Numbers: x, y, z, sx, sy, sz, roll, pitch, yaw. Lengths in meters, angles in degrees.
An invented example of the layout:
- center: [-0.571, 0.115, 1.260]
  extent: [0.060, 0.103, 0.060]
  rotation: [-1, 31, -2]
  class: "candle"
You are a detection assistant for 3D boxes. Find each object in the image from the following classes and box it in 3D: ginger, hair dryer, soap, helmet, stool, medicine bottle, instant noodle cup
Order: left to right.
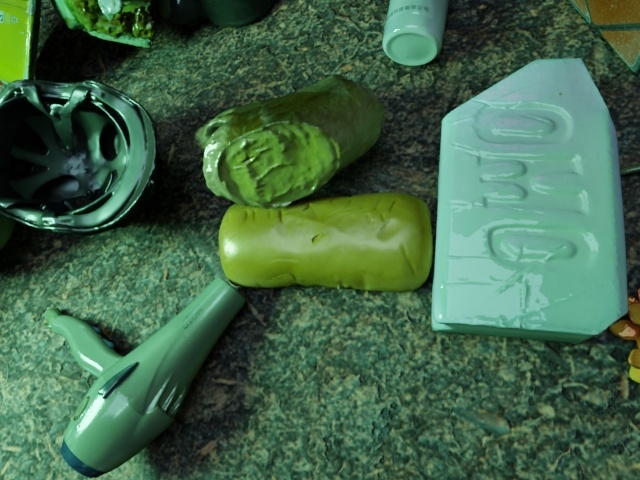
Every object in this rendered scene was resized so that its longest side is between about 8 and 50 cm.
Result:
- center: [-0.598, -0.394, 0.862]
  extent: [0.200, 0.264, 0.264]
  rotation: [4, 67, -28]
  class: "instant noodle cup"
- center: [-0.358, -0.112, 0.782]
  extent: [0.306, 0.177, 0.224]
  rotation: [15, 82, 9]
  class: "helmet"
- center: [-0.251, 0.134, 0.723]
  extent: [0.296, 0.119, 0.298]
  rotation: [-33, 54, -5]
  class: "hair dryer"
- center: [-0.178, -0.459, 0.876]
  extent: [0.228, 0.139, 0.153]
  rotation: [-45, 70, -5]
  class: "stool"
- center: [-0.044, -0.152, 0.719]
  extent: [0.276, 0.130, 0.221]
  rotation: [-5, 39, 6]
  class: "ginger"
- center: [0.163, -0.410, 0.796]
  extent: [0.095, 0.095, 0.259]
  rotation: [8, 72, 17]
  class: "medicine bottle"
- center: [0.254, -0.052, 0.634]
  extent: [0.209, 0.115, 0.346]
  rotation: [4, 73, 11]
  class: "soap"

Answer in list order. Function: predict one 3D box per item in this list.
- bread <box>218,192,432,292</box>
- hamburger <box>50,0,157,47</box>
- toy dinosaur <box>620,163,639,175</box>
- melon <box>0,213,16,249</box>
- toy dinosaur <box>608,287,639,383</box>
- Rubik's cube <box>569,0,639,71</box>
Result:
- center: [0.000, 0.000, 0.700]
  extent: [0.306, 0.091, 0.141]
  rotation: [-1, 66, 13]
  class: "bread"
- center: [-0.376, -0.451, 0.854]
  extent: [0.193, 0.167, 0.287]
  rotation: [-1, 47, -28]
  class: "hamburger"
- center: [0.541, -0.109, 0.612]
  extent: [0.252, 0.072, 0.199]
  rotation: [32, 92, 12]
  class: "toy dinosaur"
- center: [-0.626, -0.068, 0.794]
  extent: [0.272, 0.271, 0.307]
  rotation: [-24, 36, 5]
  class: "melon"
- center: [0.400, 0.108, 0.574]
  extent: [0.117, 0.070, 0.287]
  rotation: [-2, 66, 14]
  class: "toy dinosaur"
- center: [0.472, -0.391, 0.651]
  extent: [0.205, 0.205, 0.207]
  rotation: [-26, 66, 4]
  class: "Rubik's cube"
